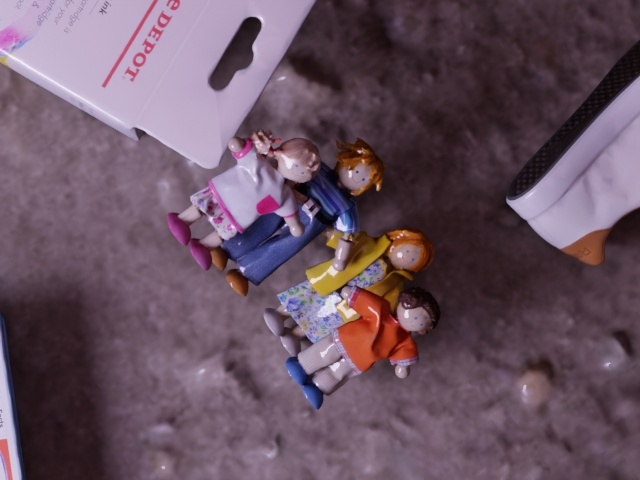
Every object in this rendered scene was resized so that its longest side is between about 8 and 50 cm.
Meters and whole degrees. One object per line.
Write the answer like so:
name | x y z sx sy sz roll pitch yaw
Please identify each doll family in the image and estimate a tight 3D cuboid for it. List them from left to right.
doll family | 0.000 0.000 1.582 0.163 0.118 0.263 -34 110 11

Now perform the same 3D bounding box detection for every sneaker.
sneaker | 0.301 -0.101 1.643 0.123 0.106 0.290 43 92 -11

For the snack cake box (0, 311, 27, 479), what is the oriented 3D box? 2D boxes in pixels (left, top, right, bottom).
snack cake box | -0.321 0.198 1.566 0.152 0.089 0.264 -8 88 -8

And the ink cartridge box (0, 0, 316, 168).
ink cartridge box | -0.193 -0.224 1.585 0.353 0.119 0.207 32 86 -2
